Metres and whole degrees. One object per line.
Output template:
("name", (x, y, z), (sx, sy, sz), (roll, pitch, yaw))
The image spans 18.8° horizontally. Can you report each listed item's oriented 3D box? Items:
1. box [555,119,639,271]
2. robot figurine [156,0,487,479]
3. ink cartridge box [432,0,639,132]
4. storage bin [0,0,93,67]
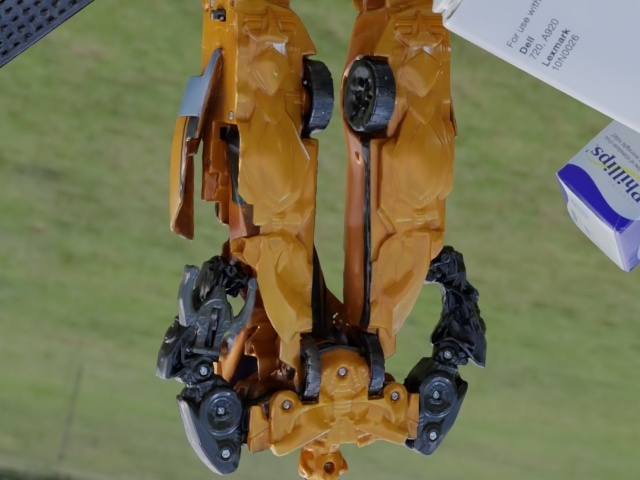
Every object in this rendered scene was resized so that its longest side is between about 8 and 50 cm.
("box", (0.260, -0.056, 1.505), (0.072, 0.137, 0.126), (48, 179, 20))
("robot figurine", (0.000, 0.000, 1.129), (0.211, 0.291, 0.085), (-1, -172, -27))
("ink cartridge box", (0.209, -0.132, 1.077), (0.278, 0.117, 0.201), (27, -158, -9))
("storage bin", (-0.185, -0.180, 1.168), (0.084, 0.180, 0.122), (55, 174, -27))
